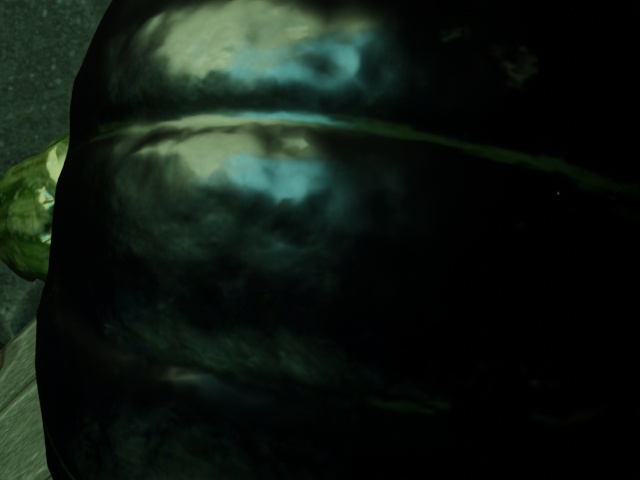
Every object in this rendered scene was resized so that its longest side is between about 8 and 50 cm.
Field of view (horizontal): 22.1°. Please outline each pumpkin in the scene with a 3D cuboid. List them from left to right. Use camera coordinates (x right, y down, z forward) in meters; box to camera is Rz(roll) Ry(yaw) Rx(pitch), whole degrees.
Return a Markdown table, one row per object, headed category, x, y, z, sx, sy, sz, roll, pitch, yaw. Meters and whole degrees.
| category | x | y | z | sx | sy | sz | roll | pitch | yaw |
| --- | --- | --- | --- | --- | --- | --- | --- | --- | --- |
| pumpkin | 0.000 | 0.000 | 0.545 | 0.296 | 0.296 | 0.296 | -43 | 11 | 11 |
